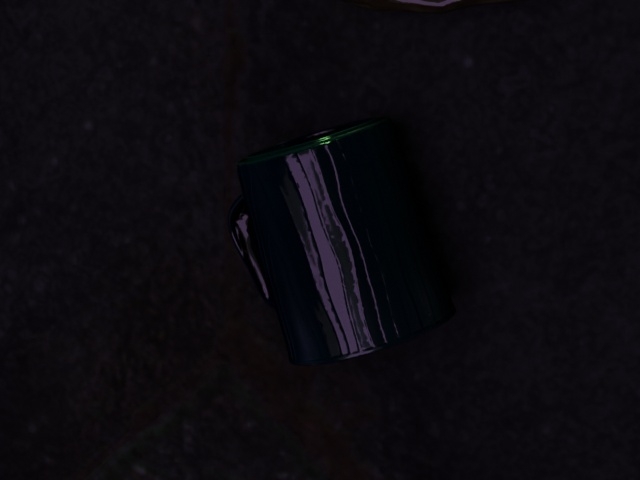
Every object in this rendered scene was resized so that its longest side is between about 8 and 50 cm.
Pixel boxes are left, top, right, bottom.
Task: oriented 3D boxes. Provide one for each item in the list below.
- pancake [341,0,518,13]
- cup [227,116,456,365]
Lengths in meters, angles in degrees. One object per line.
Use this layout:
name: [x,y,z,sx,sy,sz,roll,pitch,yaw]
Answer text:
pancake: [0.080,-0.272,0.902,0.295,0.049,0.294,3,102,16]
cup: [-0.002,0.002,0.967,0.150,0.113,0.138,-14,97,20]
